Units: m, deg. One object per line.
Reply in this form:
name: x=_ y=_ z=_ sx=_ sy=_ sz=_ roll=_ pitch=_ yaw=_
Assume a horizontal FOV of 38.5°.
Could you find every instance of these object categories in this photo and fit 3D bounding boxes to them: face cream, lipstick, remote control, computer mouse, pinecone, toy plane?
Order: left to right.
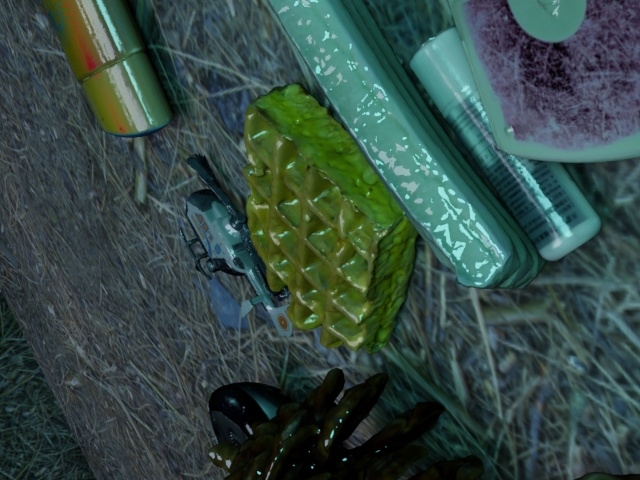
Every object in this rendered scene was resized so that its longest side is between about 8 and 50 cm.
face cream: x=-0.233 y=-0.234 z=0.904 sx=0.139 sy=0.067 sz=0.285 roll=-2 pitch=114 yaw=63
toy plane: x=-0.082 y=0.013 z=0.893 sx=0.197 sy=0.053 sz=0.078 roll=57 pitch=144 yaw=18
computer mouse: x=-0.035 y=0.241 z=0.976 sx=0.137 sy=0.096 sz=0.233 roll=24 pitch=139 yaw=57
pinecone: x=0.041 y=0.239 z=0.720 sx=0.309 sy=0.244 sz=0.244 roll=36 pitch=147 yaw=14
lipstick: x=0.104 y=-0.054 z=0.515 sx=0.141 sy=0.040 sz=0.040 roll=58 pitch=153 yaw=9
remote control: x=0.086 y=-0.198 z=0.399 sx=0.145 sy=0.050 sz=0.344 roll=3 pitch=118 yaw=59

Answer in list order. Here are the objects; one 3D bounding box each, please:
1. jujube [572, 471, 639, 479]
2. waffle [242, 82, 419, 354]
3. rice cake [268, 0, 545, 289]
jujube: x=0.190 y=0.291 z=0.453 sx=0.276 sy=0.276 sz=0.377 roll=-2 pitch=117 yaw=61
waffle: x=0.000 y=0.000 z=0.732 sx=0.160 sy=0.055 sz=0.211 roll=46 pitch=150 yaw=27
rice cake: x=0.046 y=-0.070 z=0.538 sx=0.043 sy=0.127 sz=0.237 roll=-35 pitch=78 yaw=18
